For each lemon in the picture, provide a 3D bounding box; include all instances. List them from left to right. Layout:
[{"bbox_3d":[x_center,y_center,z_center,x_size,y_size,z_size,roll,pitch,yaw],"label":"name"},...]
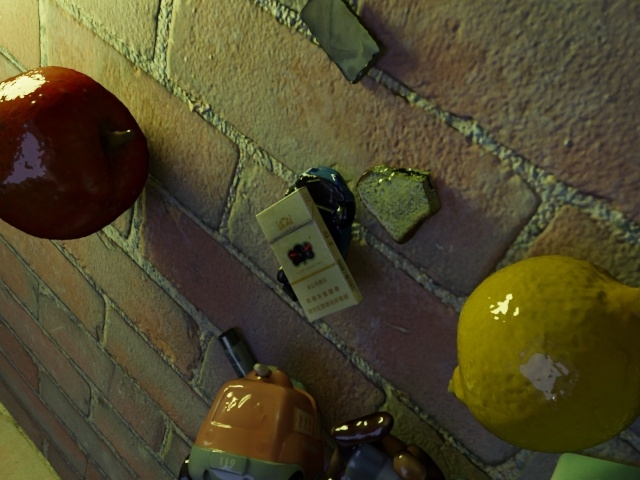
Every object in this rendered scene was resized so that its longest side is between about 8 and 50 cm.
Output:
[{"bbox_3d":[0.226,0.114,0.526,0.187,0.187,0.244,48,134,11],"label":"lemon"}]

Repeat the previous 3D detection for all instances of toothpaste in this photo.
[{"bbox_3d":[-0.122,0.277,0.980,0.062,0.039,0.239,-23,97,47],"label":"toothpaste"}]

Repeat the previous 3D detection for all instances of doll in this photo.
[{"bbox_3d":[0.131,0.418,0.727,0.339,0.209,0.318,33,131,20],"label":"doll"}]

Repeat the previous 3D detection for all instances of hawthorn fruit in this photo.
[{"bbox_3d":[-0.415,-0.146,0.871,0.330,0.287,0.287,-7,106,33],"label":"hawthorn fruit"}]

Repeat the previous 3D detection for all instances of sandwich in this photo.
[{"bbox_3d":[0.096,-0.057,0.649,0.105,0.035,0.093,47,133,13],"label":"sandwich"}]

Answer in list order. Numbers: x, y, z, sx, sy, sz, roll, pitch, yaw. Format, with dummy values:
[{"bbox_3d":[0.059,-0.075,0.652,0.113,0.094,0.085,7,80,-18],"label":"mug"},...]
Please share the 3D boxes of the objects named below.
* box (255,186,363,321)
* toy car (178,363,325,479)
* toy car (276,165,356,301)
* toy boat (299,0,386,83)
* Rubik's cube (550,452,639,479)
[{"bbox_3d":[-0.016,0.021,0.698,0.090,0.024,0.167,-27,90,38],"label":"box"},{"bbox_3d":[-0.086,0.319,0.842,0.180,0.212,0.270,5,154,17],"label":"toy car"},{"bbox_3d":[0.000,0.000,0.736,0.103,0.063,0.216,22,117,28],"label":"toy car"},{"bbox_3d":[0.025,-0.252,0.629,0.115,0.016,0.063,55,133,6],"label":"toy boat"},{"bbox_3d":[0.364,0.450,0.478,0.315,0.322,0.319,-1,108,38],"label":"Rubik's cube"}]
